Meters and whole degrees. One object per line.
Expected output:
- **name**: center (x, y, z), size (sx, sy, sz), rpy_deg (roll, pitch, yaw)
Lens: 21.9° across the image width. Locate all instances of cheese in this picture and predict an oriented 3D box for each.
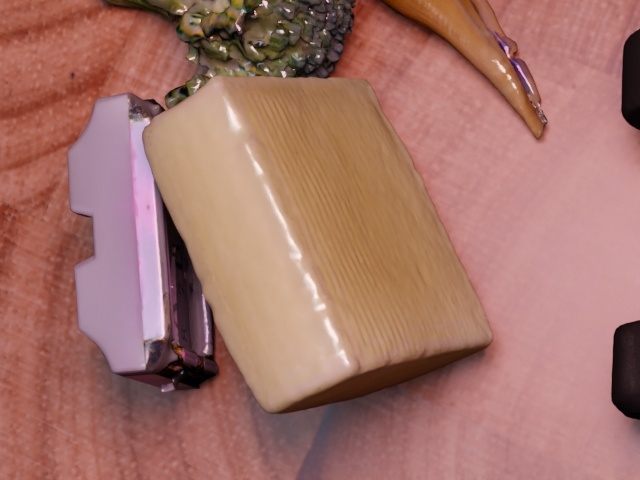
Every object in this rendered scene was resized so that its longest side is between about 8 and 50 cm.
- **cheese**: center (0.000, 0.000, 1.390), size (0.124, 0.242, 0.266), rpy_deg (-35, 74, 36)

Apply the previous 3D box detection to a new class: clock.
- **clock**: center (-0.154, 0.010, 1.459), size (0.083, 0.186, 0.253), rpy_deg (-7, 79, 9)

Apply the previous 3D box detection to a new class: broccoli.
- **broccoli**: center (-0.097, -0.194, 1.506), size (0.274, 0.177, 0.199), rpy_deg (-6, 77, 31)

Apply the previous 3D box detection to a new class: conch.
- **conch**: center (0.095, -0.225, 1.484), size (0.093, 0.109, 0.330), rpy_deg (-29, 95, 9)

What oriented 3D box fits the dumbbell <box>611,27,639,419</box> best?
- **dumbbell**: center (0.342, -0.014, 1.342), size (0.203, 0.204, 0.322), rpy_deg (1, 81, 13)
